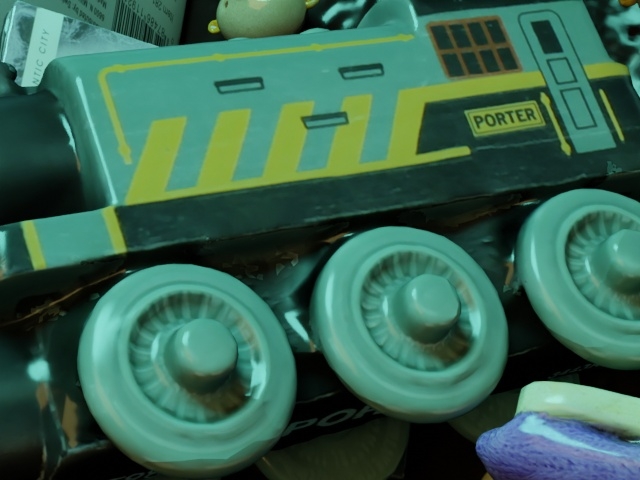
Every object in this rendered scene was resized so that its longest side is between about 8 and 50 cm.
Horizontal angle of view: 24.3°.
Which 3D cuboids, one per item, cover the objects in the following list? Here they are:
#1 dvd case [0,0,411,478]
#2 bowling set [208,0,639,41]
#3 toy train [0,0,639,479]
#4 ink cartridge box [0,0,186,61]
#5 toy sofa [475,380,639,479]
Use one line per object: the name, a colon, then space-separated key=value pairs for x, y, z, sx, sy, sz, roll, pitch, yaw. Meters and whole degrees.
dvd case: x=-0.047 y=0.005 z=0.657 sx=0.018 sy=0.221 sz=0.165 roll=-18 pitch=60 yaw=60
bowling set: x=0.042 y=-0.177 z=0.679 sx=0.287 sy=0.200 sz=0.154 roll=-9 pitch=71 yaw=22
toy train: x=0.000 y=0.000 z=0.597 sx=0.334 sy=0.142 sz=0.190 roll=-10 pitch=67 yaw=-25
ink cartridge box: x=-0.169 y=-0.067 z=0.711 sx=0.117 sy=0.201 sz=0.278 roll=1 pitch=74 yaw=22
toy sofa: x=0.219 y=0.165 z=0.487 sx=0.362 sy=0.177 sz=0.150 roll=3 pitch=54 yaw=20
